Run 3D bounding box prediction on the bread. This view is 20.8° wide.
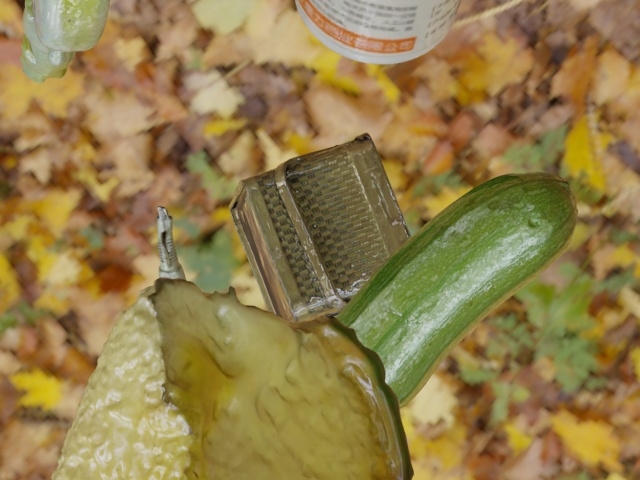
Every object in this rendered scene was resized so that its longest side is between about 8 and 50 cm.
[{"bbox_3d":[-0.047,0.160,0.810,0.133,0.174,0.251,-33,54,34],"label":"bread"}]

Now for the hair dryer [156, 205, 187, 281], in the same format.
[{"bbox_3d":[-0.104,0.060,1.385,0.067,0.167,0.199,-1,99,10],"label":"hair dryer"}]

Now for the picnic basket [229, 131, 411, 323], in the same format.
[{"bbox_3d":[0.000,0.000,1.840,0.266,0.139,0.165,134,115,-81],"label":"picnic basket"}]

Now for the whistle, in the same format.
[{"bbox_3d":[-0.166,-0.157,1.157,0.057,0.104,0.198,0,161,-14],"label":"whistle"}]

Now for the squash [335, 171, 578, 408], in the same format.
[{"bbox_3d":[0.073,0.036,1.106,0.077,0.068,0.219,41,97,-23],"label":"squash"}]

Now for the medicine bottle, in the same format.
[{"bbox_3d":[0.056,-0.253,1.327,0.144,0.144,0.252,31,153,11],"label":"medicine bottle"}]
